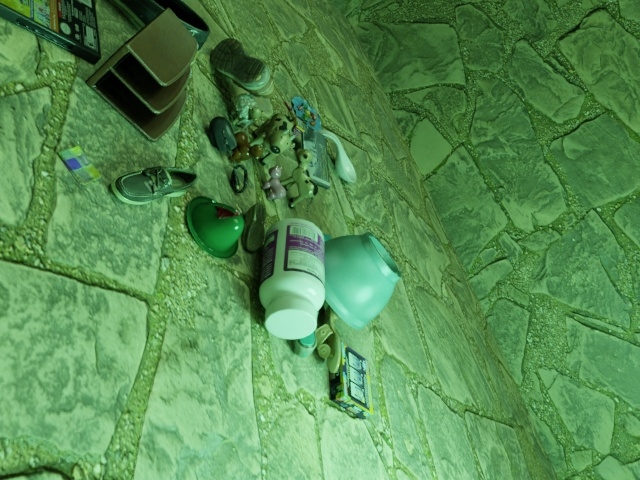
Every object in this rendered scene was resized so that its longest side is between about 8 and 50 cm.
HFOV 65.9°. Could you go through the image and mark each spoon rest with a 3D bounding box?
[{"bbox_3d":[0.074,-0.356,2.076,0.276,0.084,0.137,47,30,-26],"label":"spoon rest"}]

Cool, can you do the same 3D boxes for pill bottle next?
[{"bbox_3d":[-0.072,0.097,1.285,0.169,0.169,0.301,40,33,-33],"label":"pill bottle"}]

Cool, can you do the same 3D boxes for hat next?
[{"bbox_3d":[-0.203,-0.063,1.202,0.173,0.184,0.208,36,35,-39],"label":"hat"}]

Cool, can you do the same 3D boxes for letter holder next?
[{"bbox_3d":[-0.405,-0.420,1.259,0.214,0.152,0.301,47,30,-28],"label":"letter holder"}]

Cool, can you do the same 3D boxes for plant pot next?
[{"bbox_3d":[0.120,0.096,1.512,0.293,0.196,0.293,49,14,-17],"label":"plant pot"}]

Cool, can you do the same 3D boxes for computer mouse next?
[{"bbox_3d":[-0.262,-0.250,1.414,0.041,0.071,0.242,119,-50,-75],"label":"computer mouse"}]

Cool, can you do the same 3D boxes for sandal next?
[{"bbox_3d":[0.003,0.266,1.375,0.079,0.088,0.240,16,33,-11],"label":"sandal"}]

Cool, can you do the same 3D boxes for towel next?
[{"bbox_3d":[-0.487,-0.153,1.002,0.083,0.009,0.060,56,28,-8],"label":"towel"}]

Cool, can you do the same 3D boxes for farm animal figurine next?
[{"bbox_3d":[-0.130,-0.294,1.573,0.330,0.172,0.326,35,36,-40],"label":"farm animal figurine"}]

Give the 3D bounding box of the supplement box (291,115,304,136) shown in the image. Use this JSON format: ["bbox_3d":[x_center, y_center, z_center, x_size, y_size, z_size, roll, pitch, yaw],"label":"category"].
[{"bbox_3d":[-0.106,-0.413,1.831,0.043,0.083,0.054,29,39,-46],"label":"supplement box"}]

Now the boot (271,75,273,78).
[{"bbox_3d":[-0.225,-0.640,1.908,0.106,0.037,0.114,65,27,-19],"label":"boot"}]

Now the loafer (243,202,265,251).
[{"bbox_3d":[-0.185,-0.033,1.358,0.056,0.050,0.147,34,52,-35],"label":"loafer"}]

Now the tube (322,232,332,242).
[{"bbox_3d":[0.000,0.000,1.643,0.207,0.052,0.080,20,51,-59],"label":"tube"}]

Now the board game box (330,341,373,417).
[{"bbox_3d":[0.086,0.393,1.391,0.141,0.048,0.170,42,31,-34],"label":"board game box"}]

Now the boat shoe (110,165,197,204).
[{"bbox_3d":[-0.368,-0.135,1.116,0.080,0.073,0.224,62,27,4],"label":"boat shoe"}]

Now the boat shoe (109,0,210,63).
[{"bbox_3d":[-0.513,-0.719,1.372,0.500,0.156,0.186,45,32,-24],"label":"boat shoe"}]

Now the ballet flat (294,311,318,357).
[{"bbox_3d":[-0.044,0.219,1.331,0.072,0.068,0.213,11,42,-9],"label":"ballet flat"}]

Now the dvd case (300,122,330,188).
[{"bbox_3d":[-0.019,-0.321,1.889,0.165,0.018,0.221,15,68,-56],"label":"dvd case"}]

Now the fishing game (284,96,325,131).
[{"bbox_3d":[-0.050,-0.539,2.104,0.189,0.041,0.264,59,29,0],"label":"fishing game"}]

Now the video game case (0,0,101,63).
[{"bbox_3d":[-0.639,-0.571,1.137,0.248,0.035,0.274,18,49,-53],"label":"video game case"}]

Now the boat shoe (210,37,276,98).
[{"bbox_3d":[-0.257,-0.561,1.637,0.324,0.123,0.116,50,4,35],"label":"boat shoe"}]
